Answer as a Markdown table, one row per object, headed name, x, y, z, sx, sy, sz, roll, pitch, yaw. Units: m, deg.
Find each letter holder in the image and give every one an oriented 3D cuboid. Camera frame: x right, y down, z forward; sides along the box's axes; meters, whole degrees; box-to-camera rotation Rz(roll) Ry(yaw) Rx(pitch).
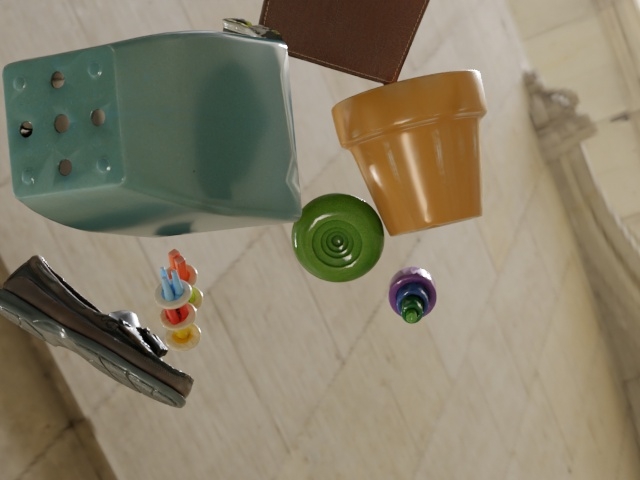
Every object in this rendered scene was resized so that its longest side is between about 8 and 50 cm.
| name | x | y | z | sx | sy | sz | roll | pitch | yaw |
| --- | --- | --- | --- | --- | --- | --- | --- | --- | --- |
| letter holder | 0.030 | -0.375 | 1.378 | 0.214 | 0.302 | 0.152 | 11 | -158 | -29 |

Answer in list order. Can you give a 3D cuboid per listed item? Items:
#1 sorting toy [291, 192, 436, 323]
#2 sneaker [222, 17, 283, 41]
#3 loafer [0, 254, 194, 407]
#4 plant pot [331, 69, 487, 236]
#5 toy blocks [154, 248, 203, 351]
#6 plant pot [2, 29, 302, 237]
| name | x | y | z | sx | sy | sz | roll | pitch | yaw |
| --- | --- | --- | --- | --- | --- | --- | --- | --- | --- |
| sorting toy | 0.000 | 0.000 | 1.460 | 0.127 | 0.365 | 0.126 | -52 | -172 | 18 |
| sneaker | -0.073 | -0.215 | 1.210 | 0.083 | 0.035 | 0.031 | 29 | -147 | 34 |
| loafer | -0.251 | 0.096 | 1.271 | 0.267 | 0.096 | 0.084 | 25 | -110 | 17 |
| plant pot | 0.135 | -0.109 | 1.496 | 0.205 | 0.188 | 0.205 | -13 | 178 | 0 |
| toy blocks | -0.204 | 0.066 | 1.591 | 0.054 | 0.148 | 0.123 | -4 | -132 | 1 |
| plant pot | -0.144 | -0.089 | 0.934 | 0.166 | 0.165 | 0.234 | -6 | 179 | 23 |
